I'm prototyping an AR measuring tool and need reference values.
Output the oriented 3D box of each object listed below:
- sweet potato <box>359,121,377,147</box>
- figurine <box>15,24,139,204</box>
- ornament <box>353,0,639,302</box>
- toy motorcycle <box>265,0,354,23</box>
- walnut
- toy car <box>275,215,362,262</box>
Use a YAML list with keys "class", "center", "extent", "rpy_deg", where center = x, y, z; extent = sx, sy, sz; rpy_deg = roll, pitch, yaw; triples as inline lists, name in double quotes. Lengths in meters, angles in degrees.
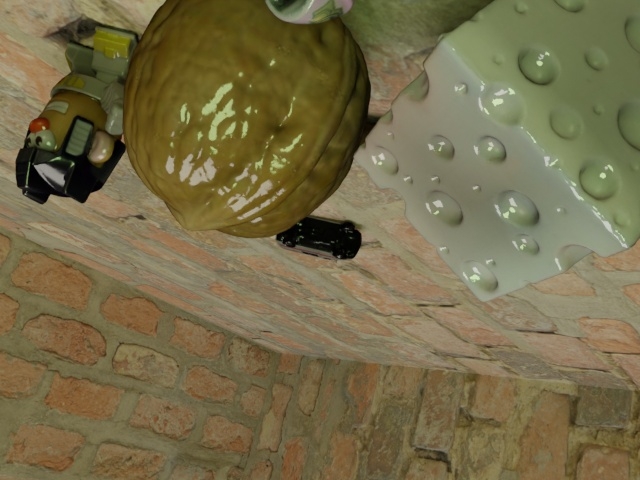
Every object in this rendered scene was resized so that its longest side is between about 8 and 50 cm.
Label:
- class: "sweet potato"
  center: [0.122, -0.137, 0.991]
  extent: [0.285, 0.085, 0.112]
  rpy_deg: [16, 164, -1]
- class: "figurine"
  center: [-0.380, -0.189, 0.949]
  extent: [0.143, 0.309, 0.308]
  rpy_deg: [21, 159, -28]
- class: "ornament"
  center: [0.226, -0.116, 0.636]
  extent: [0.240, 0.239, 0.240]
  rpy_deg: [48, 157, 2]
- class: "toy motorcycle"
  center: [-0.043, -0.317, 0.499]
  extent: [0.143, 0.188, 0.327]
  rpy_deg: [4, 157, 45]
- class: "walnut"
  center: [-0.090, -0.161, 0.740]
  extent: [0.332, 0.333, 0.333]
  rpy_deg: [14, 159, 5]
- class: "toy car"
  center: [0.000, 0.000, 1.429]
  extent: [0.209, 0.089, 0.108]
  rpy_deg: [12, 160, 15]
